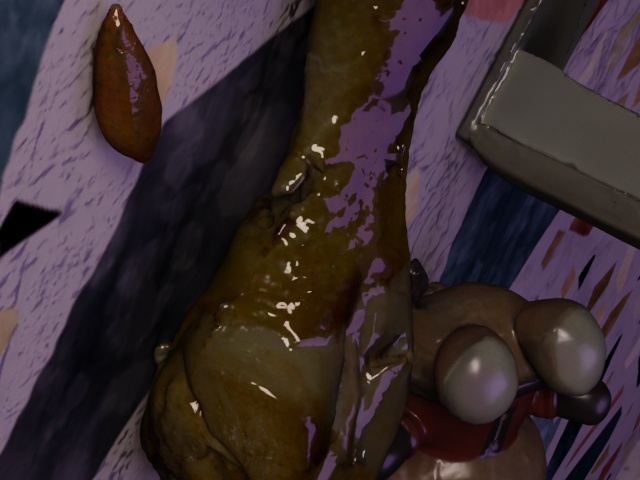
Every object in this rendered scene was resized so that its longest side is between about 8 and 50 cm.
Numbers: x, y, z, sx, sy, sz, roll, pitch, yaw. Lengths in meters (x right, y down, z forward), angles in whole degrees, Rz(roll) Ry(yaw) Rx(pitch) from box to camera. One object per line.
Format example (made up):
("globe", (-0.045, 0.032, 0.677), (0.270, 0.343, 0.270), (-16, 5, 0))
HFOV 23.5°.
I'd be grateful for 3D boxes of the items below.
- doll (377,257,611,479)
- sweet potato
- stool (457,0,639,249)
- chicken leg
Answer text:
("doll", (0.113, 0.161, 1.317), (0.235, 0.174, 0.330), (-17, 136, -31))
("sweet potato", (-0.094, -0.070, 0.732), (0.034, 0.034, 0.095), (-46, 144, -34))
("stool", (0.289, -0.129, 1.237), (0.269, 0.244, 0.170), (-62, 159, 2))
("chicken leg", (0.000, 0.000, 0.914), (0.201, 0.153, 0.429), (-33, 140, -73))
